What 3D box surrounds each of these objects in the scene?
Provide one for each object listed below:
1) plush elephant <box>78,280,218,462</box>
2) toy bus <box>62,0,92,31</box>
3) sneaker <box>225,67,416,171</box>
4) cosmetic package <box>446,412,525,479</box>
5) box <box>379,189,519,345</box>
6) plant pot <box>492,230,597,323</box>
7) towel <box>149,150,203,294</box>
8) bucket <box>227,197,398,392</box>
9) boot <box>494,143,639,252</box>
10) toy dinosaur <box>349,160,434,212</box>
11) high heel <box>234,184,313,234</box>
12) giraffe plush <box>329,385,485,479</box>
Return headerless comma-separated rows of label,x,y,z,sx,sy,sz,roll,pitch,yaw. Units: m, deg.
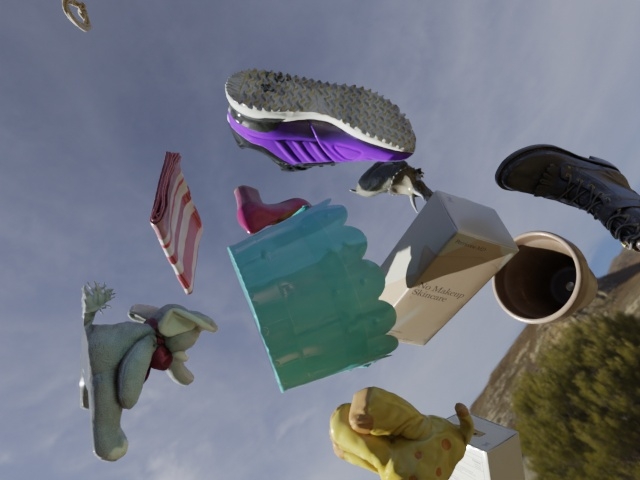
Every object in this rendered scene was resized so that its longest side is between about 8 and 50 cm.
plush elephant,-0.378,0.244,0.904,0.255,0.271,0.331,-2,-88,-37
toy bus,-0.317,-0.414,0.507,0.104,0.191,0.202,-17,-33,15
sneaker,-0.003,-0.164,0.645,0.292,0.102,0.146,12,-34,-8
cosmetic package,0.358,0.565,0.899,0.113,0.160,0.310,-9,-88,-29
box,0.218,0.067,0.816,0.147,0.121,0.311,14,-50,-18
plant pot,0.685,0.123,1.201,0.229,0.263,0.263,14,-65,-31
towel,-0.366,-0.036,1.080,0.037,0.237,0.329,-2,-36,-3
bucket,-0.023,0.091,0.657,0.182,0.281,0.281,-20,-41,-13
boot,0.447,-0.066,0.665,0.262,0.229,0.091,3,-54,-5
toy dinosaur,0.167,-0.166,1.083,0.160,0.313,0.121,-38,-61,-37
high heel,-0.129,-0.059,1.402,0.376,0.182,0.127,11,-41,-42
giraffe plush,0.107,0.307,0.507,0.171,0.210,0.182,-77,-13,-45
